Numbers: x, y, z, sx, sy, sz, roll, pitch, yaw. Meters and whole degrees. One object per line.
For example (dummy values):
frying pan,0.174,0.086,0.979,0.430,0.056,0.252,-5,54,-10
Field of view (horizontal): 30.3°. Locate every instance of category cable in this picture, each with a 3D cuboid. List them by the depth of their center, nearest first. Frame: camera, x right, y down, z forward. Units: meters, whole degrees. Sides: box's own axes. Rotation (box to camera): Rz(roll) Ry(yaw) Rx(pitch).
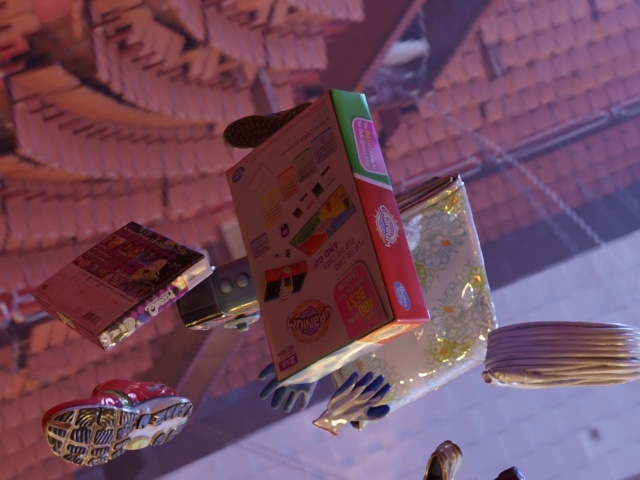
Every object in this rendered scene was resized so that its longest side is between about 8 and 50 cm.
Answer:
cable,0.385,0.182,1.860,0.257,0.089,0.257,-4,169,11

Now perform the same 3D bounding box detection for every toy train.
toy train,-0.116,0.084,2.244,0.334,0.142,0.190,-19,169,22

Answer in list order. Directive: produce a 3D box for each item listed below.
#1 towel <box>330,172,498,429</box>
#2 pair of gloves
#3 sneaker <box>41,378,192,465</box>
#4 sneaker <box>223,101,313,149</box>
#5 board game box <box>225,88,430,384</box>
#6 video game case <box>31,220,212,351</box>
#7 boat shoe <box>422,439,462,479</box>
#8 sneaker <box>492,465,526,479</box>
towel,0.143,0.102,2.020,0.320,0.374,0.090,-24,-155,-19
pair of gloves,0.009,0.231,1.806,0.159,0.198,0.023,-49,-163,36
sneaker,-0.330,0.270,1.837,0.279,0.118,0.107,3,117,-52
sneaker,-0.095,-0.205,2.218,0.192,0.064,0.086,-18,176,-17
board game box,0.000,0.000,1.543,0.064,0.317,0.242,2,155,-41
video game case,-0.314,0.065,1.855,0.210,0.042,0.232,-39,-145,-24
boat shoe,0.176,0.374,1.794,0.056,0.153,0.048,33,-144,32
sneaker,0.259,0.406,1.696,0.130,0.087,0.227,-29,146,7
